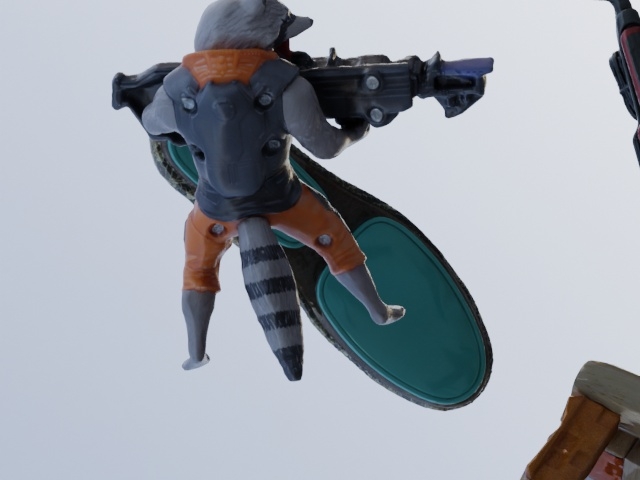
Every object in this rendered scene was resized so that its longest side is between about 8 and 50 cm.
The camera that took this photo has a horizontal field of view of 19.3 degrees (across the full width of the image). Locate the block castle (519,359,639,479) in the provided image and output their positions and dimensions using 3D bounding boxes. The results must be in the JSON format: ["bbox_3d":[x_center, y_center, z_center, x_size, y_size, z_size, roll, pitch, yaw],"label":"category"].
[{"bbox_3d":[0.280,0.356,1.757,0.303,0.213,0.453,-49,-29,-34],"label":"block castle"}]

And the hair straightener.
[{"bbox_3d":[0.261,-0.102,1.545,0.089,0.047,0.230,87,163,-76],"label":"hair straightener"}]

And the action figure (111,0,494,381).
[{"bbox_3d":[-0.014,-0.065,1.615,0.178,0.341,0.330,-67,-35,-69],"label":"action figure"}]

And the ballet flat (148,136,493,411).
[{"bbox_3d":[0.000,0.000,2.140,0.483,0.182,0.164,42,-94,-8],"label":"ballet flat"}]
